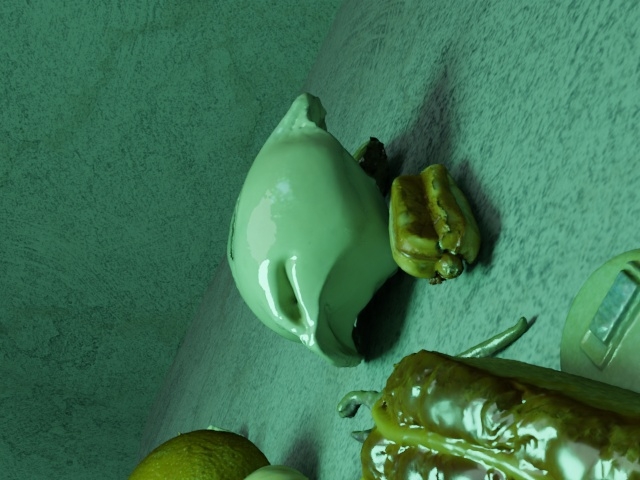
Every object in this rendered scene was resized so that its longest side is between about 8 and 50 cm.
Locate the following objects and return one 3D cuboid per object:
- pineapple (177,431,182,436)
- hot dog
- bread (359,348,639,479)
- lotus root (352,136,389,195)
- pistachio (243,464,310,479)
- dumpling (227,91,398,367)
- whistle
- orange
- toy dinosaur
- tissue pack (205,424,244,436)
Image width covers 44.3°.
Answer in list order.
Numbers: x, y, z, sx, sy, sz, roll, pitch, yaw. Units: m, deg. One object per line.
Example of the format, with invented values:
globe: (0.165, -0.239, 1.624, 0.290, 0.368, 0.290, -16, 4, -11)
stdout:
pineapple: (-0.196, 0.524, 1.379, 0.161, 0.158, 0.335, 1, 70, 35)
hot dog: (0.132, -0.016, 0.932, 0.249, 0.102, 0.076, -90, -17, -64)
bread: (0.124, 0.166, 0.441, 0.274, 0.114, 0.185, 9, 85, 64)
lotus root: (0.079, -0.104, 1.335, 0.144, 0.070, 0.143, 125, 169, -59)
pistachio: (-0.067, 0.391, 0.862, 0.187, 0.187, 0.299, -134, 64, -76)
dumpling: (0.000, 0.000, 1.120, 0.315, 0.233, 0.395, 58, -158, -67)
whistle: (0.188, 0.107, 0.527, 0.126, 0.067, 0.258, -107, 38, -67)
orange: (-0.169, 0.403, 1.112, 0.264, 0.264, 0.264, -159, 90, -78)
toy dinosaur: (0.108, 0.172, 0.807, 0.251, 0.072, 0.200, -57, 23, -1)
tissue pack: (-0.231, 0.493, 1.601, 0.148, 0.092, 0.196, 127, 161, -53)
